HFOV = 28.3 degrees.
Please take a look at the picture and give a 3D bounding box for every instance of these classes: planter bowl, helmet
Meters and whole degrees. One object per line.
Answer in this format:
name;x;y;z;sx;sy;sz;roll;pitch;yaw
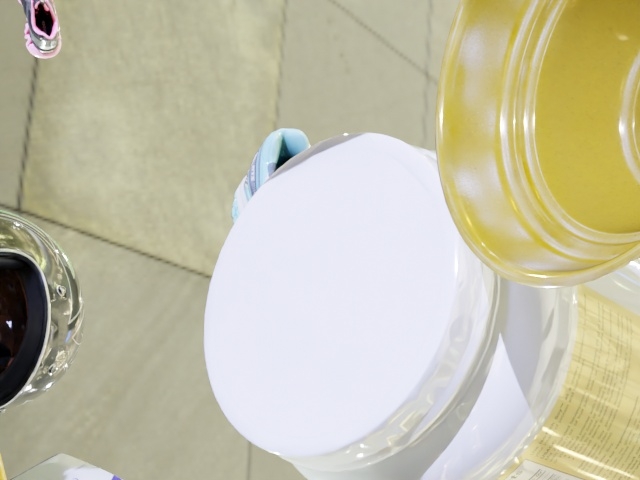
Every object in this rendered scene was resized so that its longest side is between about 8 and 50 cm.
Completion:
planter bowl;0.151;-0.077;0.582;0.090;0.217;0.217;14;73;-30
helmet;-0.264;0.051;0.974;0.161;0.169;0.169;23;65;-28

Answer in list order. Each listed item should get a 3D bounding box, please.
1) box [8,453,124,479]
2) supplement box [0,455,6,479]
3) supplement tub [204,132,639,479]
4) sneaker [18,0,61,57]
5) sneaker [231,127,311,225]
box;-0.210;0.248;0.935;0.126;0.072;0.137;-26;125;-48
supplement box;-0.429;0.077;1.134;0.195;0.194;0.357;-18;117;-24
supplement tub;0.108;0.080;0.869;0.331;0.241;0.241;25;65;-43
sneaker;-0.307;-0.261;1.375;0.047;0.057;0.119;-17;85;-17
sneaker;0.000;0.000;1.204;0.110;0.283;0.122;-9;133;-32
